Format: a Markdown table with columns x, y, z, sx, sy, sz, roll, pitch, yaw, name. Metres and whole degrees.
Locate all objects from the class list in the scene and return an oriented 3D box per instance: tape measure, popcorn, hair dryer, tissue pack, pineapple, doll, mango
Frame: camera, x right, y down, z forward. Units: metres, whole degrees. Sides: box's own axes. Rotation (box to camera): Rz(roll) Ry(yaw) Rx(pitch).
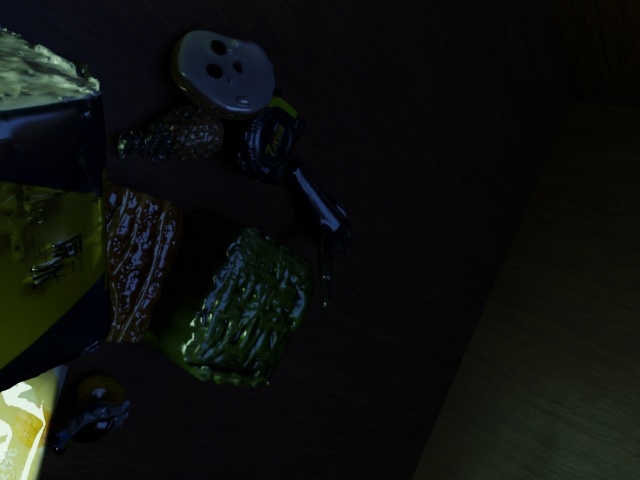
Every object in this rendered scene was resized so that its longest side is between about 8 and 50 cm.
| x | y | z | sx | sy | sz | roll | pitch | yaw | name |
| --- | --- | --- | --- | --- | --- | --- | --- | --- | --- |
| -0.130 | -0.229 | 1.182 | 0.186 | 0.112 | 0.199 | 32 | 75 | -61 | tape measure |
| -0.391 | -0.244 | 0.874 | 0.068 | 0.059 | 0.083 | 11 | 106 | -54 | popcorn |
| 0.000 | 0.000 | 1.334 | 0.360 | 0.120 | 0.304 | -93 | 160 | -45 | hair dryer |
| -0.431 | -0.026 | 0.686 | 0.264 | 0.253 | 0.417 | -28 | 142 | -45 | tissue pack |
| -0.279 | -0.191 | 1.020 | 0.197 | 0.108 | 0.108 | -19 | 121 | -32 | pineapple |
| -0.428 | 0.342 | 1.023 | 0.195 | 0.070 | 0.096 | -29 | 146 | 12 | doll |
| -0.429 | 0.301 | 1.087 | 0.114 | 0.057 | 0.079 | 37 | 73 | -61 | mango |

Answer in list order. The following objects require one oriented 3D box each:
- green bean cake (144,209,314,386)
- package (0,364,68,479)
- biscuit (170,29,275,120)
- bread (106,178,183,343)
| x | y | z | sx | sy | sz | roll | pitch | yaw | name |
| --- | --- | --- | --- | --- | --- | --- | --- | --- | --- |
| -0.178 | 0.129 | 1.197 | 0.335 | 0.218 | 0.319 | 27 | 84 | -56 | green bean cake |
| -0.512 | 0.335 | 0.831 | 0.164 | 0.221 | 0.312 | 16 | 71 | -33 | package |
| -0.175 | -0.317 | 1.043 | 0.208 | 0.049 | 0.181 | 4 | 68 | -36 | biscuit |
| -0.365 | 0.040 | 0.999 | 0.184 | 0.114 | 0.275 | 20 | 88 | -55 | bread |
